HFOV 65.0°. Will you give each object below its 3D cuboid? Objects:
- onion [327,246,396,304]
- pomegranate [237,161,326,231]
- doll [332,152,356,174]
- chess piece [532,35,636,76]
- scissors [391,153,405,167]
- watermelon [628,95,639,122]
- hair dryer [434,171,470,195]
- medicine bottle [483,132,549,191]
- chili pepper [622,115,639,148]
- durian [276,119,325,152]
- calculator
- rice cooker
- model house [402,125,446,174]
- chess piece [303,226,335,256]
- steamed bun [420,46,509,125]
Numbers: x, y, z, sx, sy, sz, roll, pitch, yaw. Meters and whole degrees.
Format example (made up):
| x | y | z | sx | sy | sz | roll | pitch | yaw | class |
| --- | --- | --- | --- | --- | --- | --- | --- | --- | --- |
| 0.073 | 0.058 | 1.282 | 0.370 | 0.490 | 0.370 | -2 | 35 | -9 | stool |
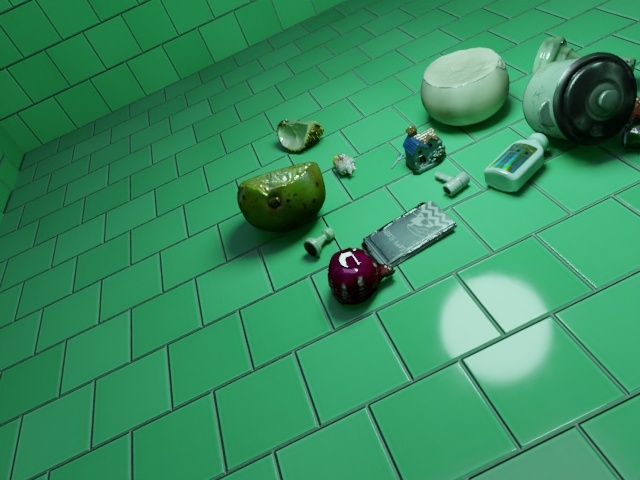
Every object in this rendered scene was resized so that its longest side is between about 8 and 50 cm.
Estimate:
| x | y | z | sx | sy | sz | roll | pitch | yaw | class |
| --- | --- | --- | --- | --- | --- | --- | --- | --- | --- |
| 0.113 | 0.086 | 1.444 | 0.198 | 0.135 | 0.173 | -19 | 43 | 4 | onion |
| -0.123 | -0.148 | 1.779 | 0.310 | 0.216 | 0.358 | -17 | 10 | 9 | pomegranate |
| 0.091 | -0.295 | 1.908 | 0.073 | 0.084 | 0.127 | -35 | 33 | -10 | doll |
| 0.923 | -0.600 | 1.763 | 0.299 | 0.194 | 0.194 | 23 | 58 | 31 | chess piece |
| 0.286 | -0.296 | 1.871 | 0.036 | 0.006 | 0.083 | 16 | 54 | 36 | scissors |
| 0.985 | -0.425 | 1.635 | 0.158 | 0.121 | 0.098 | 39 | 83 | 1 | watermelon |
| 0.421 | -0.201 | 1.674 | 0.082 | 0.047 | 0.137 | -36 | 35 | -12 | hair dryer |
| 0.633 | -0.252 | 1.591 | 0.229 | 0.083 | 0.121 | -40 | 40 | -19 | medicine bottle |
| 1.039 | -0.315 | 1.448 | 0.270 | 0.099 | 0.136 | 8 | 26 | 40 | chili pepper |
| -0.081 | -0.463 | 2.138 | 0.252 | 0.139 | 0.144 | 22 | 54 | 42 | durian |
| 0.273 | -0.021 | 1.564 | 0.274 | 0.028 | 0.165 | -31 | 43 | -4 | calculator |
| 0.789 | -0.430 | 1.534 | 0.317 | 0.264 | 0.316 | -18 | 18 | 6 | rice cooker |
| 0.358 | -0.338 | 1.772 | 0.148 | 0.148 | 0.119 | -27 | 41 | 0 | model house |
| 0.000 | 0.000 | 1.654 | 0.067 | 0.067 | 0.103 | 19 | 48 | 40 | chess piece |
| 0.538 | -0.560 | 1.876 | 0.324 | 0.206 | 0.324 | -16 | 41 | 14 | steamed bun |
